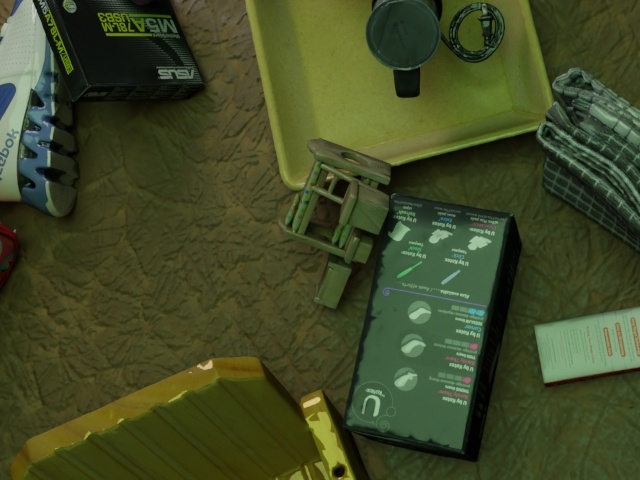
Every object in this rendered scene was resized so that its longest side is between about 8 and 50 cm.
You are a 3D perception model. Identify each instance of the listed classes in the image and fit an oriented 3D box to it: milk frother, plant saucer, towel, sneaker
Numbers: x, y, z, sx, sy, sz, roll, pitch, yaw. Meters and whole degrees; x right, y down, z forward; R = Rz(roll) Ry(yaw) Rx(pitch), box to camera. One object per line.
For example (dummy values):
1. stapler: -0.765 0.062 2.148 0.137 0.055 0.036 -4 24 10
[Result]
1. milk frother: 0.132 -0.240 1.761 0.143 0.135 0.129 -19 109 12
2. plant saucer: 0.091 -0.245 1.882 0.332 0.081 0.333 -14 76 9
3. towel: 0.363 -0.052 1.708 0.283 0.235 0.121 38 94 16
4. sneaker: -0.403 -0.185 1.947 0.182 0.127 0.315 -1 80 9

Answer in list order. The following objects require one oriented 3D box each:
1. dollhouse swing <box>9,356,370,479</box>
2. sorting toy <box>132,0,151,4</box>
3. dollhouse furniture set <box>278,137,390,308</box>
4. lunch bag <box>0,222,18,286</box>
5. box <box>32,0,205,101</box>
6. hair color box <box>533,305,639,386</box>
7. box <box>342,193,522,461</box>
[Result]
1. dollhouse swing: -0.121 0.332 1.691 0.347 0.305 0.315 -23 75 5
2. sorting toy: -0.158 -0.464 1.909 0.127 0.126 0.365 26 69 3
3. dollhouse furniture set: 0.000 0.000 1.763 0.101 0.161 0.182 20 111 -4
4. lunch bag: -0.487 0.020 1.838 0.120 0.293 0.258 32 87 20
5. box: -0.253 -0.258 1.906 0.045 0.190 0.184 -39 68 39
6. hair color box: 0.320 0.121 1.778 0.141 0.043 0.072 -10 77 11
7. box: 0.130 0.102 1.757 0.143 0.165 0.270 10 80 13
